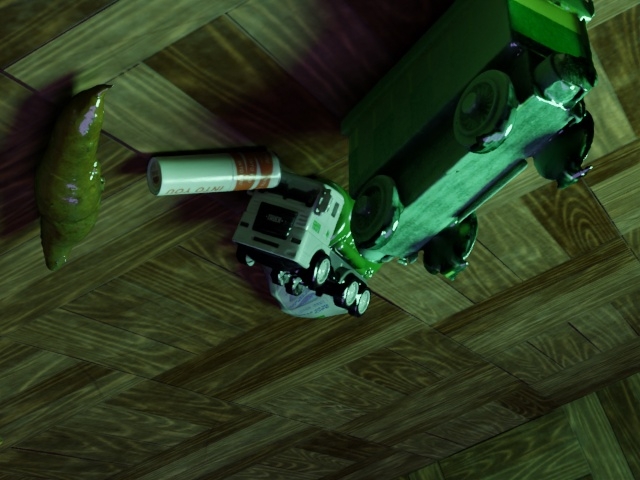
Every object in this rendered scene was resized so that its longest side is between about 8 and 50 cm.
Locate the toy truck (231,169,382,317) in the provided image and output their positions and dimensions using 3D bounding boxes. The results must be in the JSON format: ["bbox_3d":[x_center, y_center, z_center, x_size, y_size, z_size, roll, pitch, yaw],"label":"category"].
[{"bbox_3d":[0.000,0.000,1.301,0.101,0.125,0.242,19,172,25],"label":"toy truck"}]

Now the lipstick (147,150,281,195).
[{"bbox_3d":[-0.104,-0.067,1.164,0.130,0.038,0.038,-6,153,-30],"label":"lipstick"}]

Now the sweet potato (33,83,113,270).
[{"bbox_3d":[-0.226,-0.053,1.068,0.067,0.067,0.274,-9,153,-24],"label":"sweet potato"}]

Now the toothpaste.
[{"bbox_3d":[-0.026,0.058,1.497,0.075,0.048,0.301,-31,159,-2],"label":"toothpaste"}]

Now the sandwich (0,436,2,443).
[{"bbox_3d":[-0.474,0.278,1.394,0.186,0.220,0.108,-6,152,-29],"label":"sandwich"}]

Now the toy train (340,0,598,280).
[{"bbox_3d":[0.130,-0.102,1.077,0.120,0.202,0.301,21,139,-24],"label":"toy train"}]
